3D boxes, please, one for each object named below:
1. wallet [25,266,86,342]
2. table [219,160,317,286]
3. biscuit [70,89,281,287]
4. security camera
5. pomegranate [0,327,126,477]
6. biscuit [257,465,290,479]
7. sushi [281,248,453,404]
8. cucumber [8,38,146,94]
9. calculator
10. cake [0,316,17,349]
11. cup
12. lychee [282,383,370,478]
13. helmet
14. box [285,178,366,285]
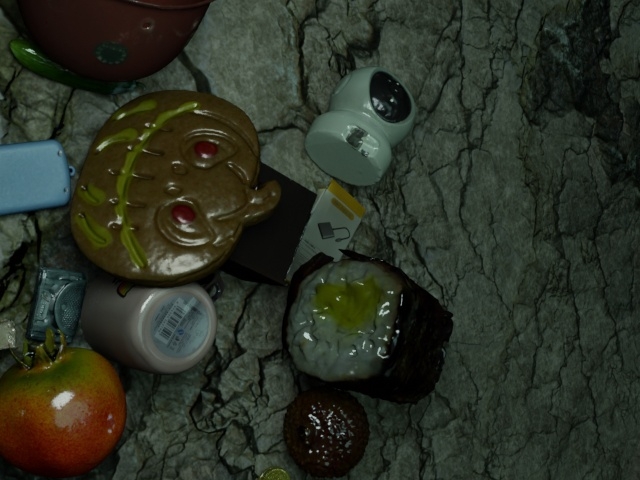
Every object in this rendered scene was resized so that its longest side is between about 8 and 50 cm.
[{"bbox_3d":[-0.463,0.115,1.413,0.088,0.026,0.129,12,86,-37],"label":"wallet"},{"bbox_3d":[-0.135,-0.033,1.563,0.172,0.169,0.193,28,75,-35],"label":"table"},{"bbox_3d":[-0.242,-0.101,1.392,0.350,0.070,0.394,6,60,-2],"label":"biscuit"},{"bbox_3d":[0.096,-0.258,1.716,0.194,0.195,0.236,46,63,-30],"label":"security camera"},{"bbox_3d":[-0.433,0.264,1.325,0.221,0.221,0.256,-23,117,-34],"label":"pomegranate"},{"bbox_3d":[-0.101,0.527,1.720,0.084,0.023,0.084,-3,96,-37],"label":"biscuit"},{"bbox_3d":[0.094,0.179,1.648,0.294,0.299,0.281,27,93,-54],"label":"sushi"},{"bbox_3d":[-0.419,-0.294,1.400,0.250,0.056,0.056,11,86,-35],"label":"cucumber"},{"bbox_3d":[-0.514,-0.104,1.351,0.210,0.039,0.121,-14,103,-36],"label":"calculator"},{"bbox_3d":[-0.565,0.166,1.324,0.121,0.065,0.052,-16,100,-28],"label":"cake"},{"bbox_3d":[-0.277,0.127,1.447,0.253,0.200,0.191,-32,111,-32],"label":"cup"},{"bbox_3d":[0.009,0.403,1.693,0.238,0.200,0.200,19,81,-59],"label":"lychee"},{"bbox_3d":[-0.350,-0.395,1.323,0.338,0.385,0.230,15,125,-18],"label":"helmet"},{"bbox_3d":[0.000,0.000,1.753,0.129,0.033,0.247,41,70,-31],"label":"box"}]
